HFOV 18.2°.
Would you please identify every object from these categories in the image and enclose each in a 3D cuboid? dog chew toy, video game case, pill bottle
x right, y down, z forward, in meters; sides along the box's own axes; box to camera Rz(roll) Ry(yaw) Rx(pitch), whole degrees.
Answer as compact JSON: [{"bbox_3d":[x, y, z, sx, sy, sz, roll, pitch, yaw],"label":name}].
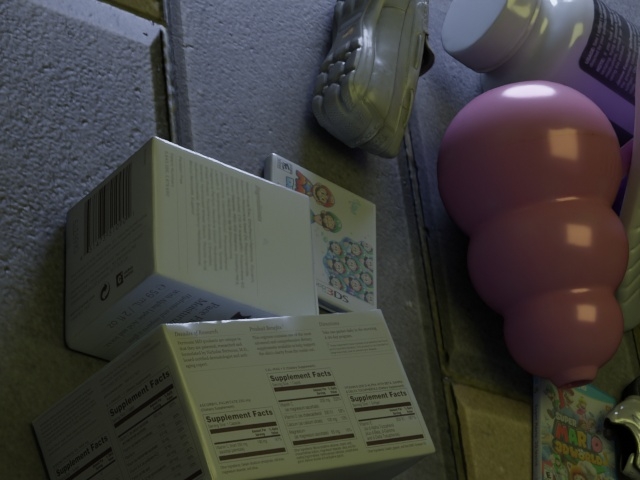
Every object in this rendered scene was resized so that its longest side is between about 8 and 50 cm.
[{"bbox_3d":[0.245,-0.002,2.181,0.206,0.206,0.332,5,67,-42],"label":"dog chew toy"},{"bbox_3d":[0.000,0.000,2.071,0.143,0.019,0.157,26,47,-30],"label":"video game case"},{"bbox_3d":[0.305,-0.201,2.391,0.318,0.176,0.176,31,45,-26],"label":"pill bottle"},{"bbox_3d":[0.280,0.221,2.189,0.119,0.015,0.166,29,45,-27],"label":"video game case"}]

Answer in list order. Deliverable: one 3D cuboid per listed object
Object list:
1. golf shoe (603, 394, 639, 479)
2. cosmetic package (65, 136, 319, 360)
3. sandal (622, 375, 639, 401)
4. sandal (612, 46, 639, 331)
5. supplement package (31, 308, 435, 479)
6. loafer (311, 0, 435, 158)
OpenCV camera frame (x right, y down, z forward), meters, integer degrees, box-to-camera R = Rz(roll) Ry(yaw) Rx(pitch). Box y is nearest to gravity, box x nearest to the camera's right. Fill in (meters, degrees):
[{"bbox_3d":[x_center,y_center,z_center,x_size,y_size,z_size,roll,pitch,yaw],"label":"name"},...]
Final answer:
[{"bbox_3d":[0.366,0.259,2.210,0.086,0.069,0.176,-18,79,-36],"label":"golf shoe"},{"bbox_3d":[-0.119,0.027,1.830,0.183,0.151,0.151,20,50,-32],"label":"cosmetic package"},{"bbox_3d":[0.451,0.248,2.317,0.254,0.054,0.097,38,34,-4],"label":"sandal"},{"bbox_3d":[0.370,-0.097,2.294,0.102,0.416,0.169,22,27,31],"label":"sandal"},{"bbox_3d":[-0.075,0.170,1.727,0.262,0.204,0.145,-1,64,-45],"label":"supplement package"},{"bbox_3d":[0.074,-0.224,2.245,0.111,0.112,0.319,38,49,-25],"label":"loafer"}]
